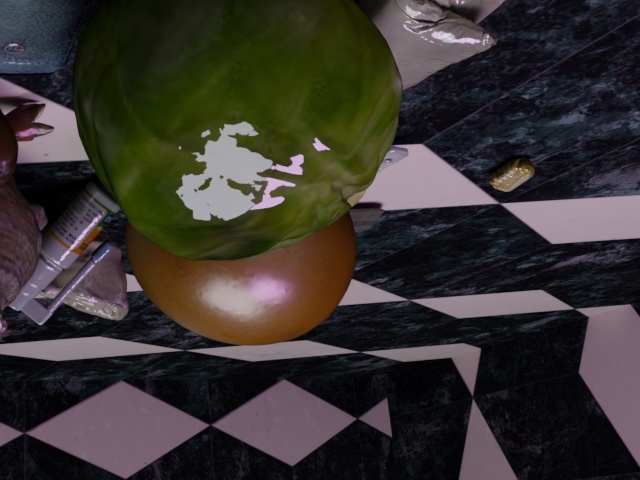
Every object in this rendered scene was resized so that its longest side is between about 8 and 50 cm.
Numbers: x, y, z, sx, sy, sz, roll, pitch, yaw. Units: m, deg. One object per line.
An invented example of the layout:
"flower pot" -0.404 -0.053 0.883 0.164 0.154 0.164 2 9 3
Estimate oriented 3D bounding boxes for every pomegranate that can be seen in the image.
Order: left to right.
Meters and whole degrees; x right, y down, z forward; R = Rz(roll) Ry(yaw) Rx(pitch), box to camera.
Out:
"pomegranate" -0.393 -0.111 1.029 0.159 0.129 0.129 3 161 -30

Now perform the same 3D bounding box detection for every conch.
"conch" -0.483 -0.014 1.167 0.352 0.210 0.297 20 164 44

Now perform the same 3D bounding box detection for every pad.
"pad" -0.001 -0.024 1.533 0.249 0.055 0.323 -3 -175 -10

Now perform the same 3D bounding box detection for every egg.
"egg" -0.106 0.004 1.241 0.351 0.283 0.282 15 153 -43

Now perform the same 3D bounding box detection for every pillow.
"pillow" 0.087 -0.220 0.939 0.134 0.078 0.181 10 163 -32

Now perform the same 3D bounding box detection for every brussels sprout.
"brussels sprout" -0.073 -0.125 0.842 0.289 0.281 0.354 -45 154 13

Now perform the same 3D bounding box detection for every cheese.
"cheese" 0.039 -0.094 1.374 0.127 0.050 0.255 6 158 -35

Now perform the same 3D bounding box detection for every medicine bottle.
"medicine bottle" -0.380 0.021 1.329 0.092 0.221 0.061 41 180 -17

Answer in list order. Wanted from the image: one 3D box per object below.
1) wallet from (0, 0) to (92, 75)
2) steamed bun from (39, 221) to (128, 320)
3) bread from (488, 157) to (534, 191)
"wallet" -0.281 -0.243 0.771 0.190 0.046 0.379 4 161 -26
"steamed bun" -0.416 0.027 1.454 0.211 0.144 0.218 27 173 -42
"bread" 0.314 -0.110 1.451 0.049 0.034 0.088 16 152 -19
